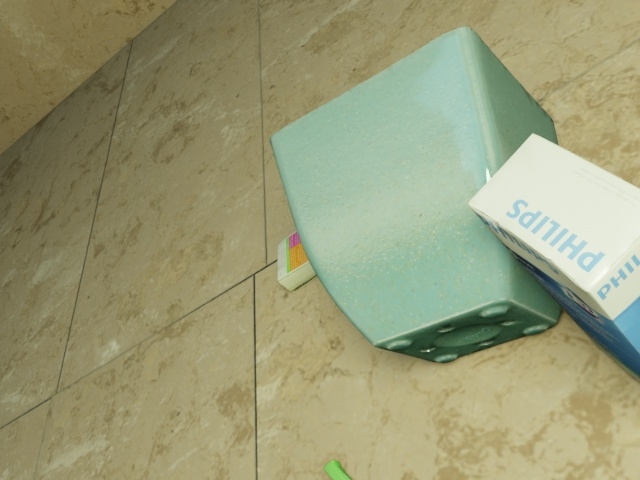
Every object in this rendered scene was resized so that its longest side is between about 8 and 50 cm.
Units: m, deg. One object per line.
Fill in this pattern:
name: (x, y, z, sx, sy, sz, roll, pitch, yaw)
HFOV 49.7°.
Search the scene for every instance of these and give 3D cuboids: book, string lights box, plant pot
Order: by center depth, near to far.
string lights box: (0.238, 0.042, 0.542, 0.077, 0.259, 0.133, -47, 37, 5)
plant pot: (0.127, -0.014, 0.731, 0.248, 0.247, 0.252, -25, 60, 30)
book: (0.000, 0.000, 1.015, 0.144, 0.035, 0.096, -33, 37, 21)

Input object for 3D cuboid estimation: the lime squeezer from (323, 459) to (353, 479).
lime squeezer: (0.062, 0.323, 0.653, 0.110, 0.059, 0.310, -36, 40, 18)
